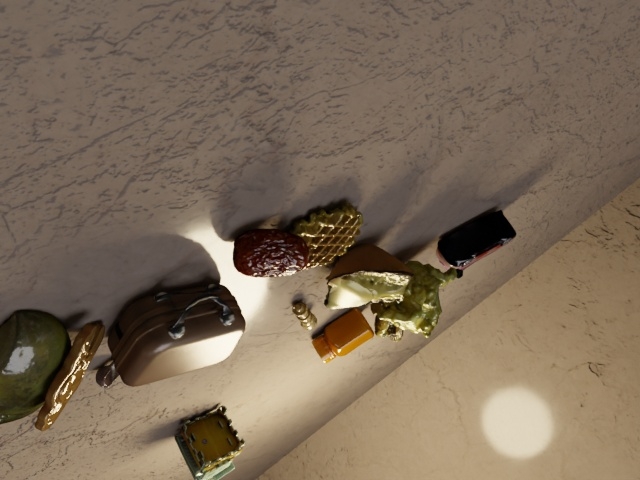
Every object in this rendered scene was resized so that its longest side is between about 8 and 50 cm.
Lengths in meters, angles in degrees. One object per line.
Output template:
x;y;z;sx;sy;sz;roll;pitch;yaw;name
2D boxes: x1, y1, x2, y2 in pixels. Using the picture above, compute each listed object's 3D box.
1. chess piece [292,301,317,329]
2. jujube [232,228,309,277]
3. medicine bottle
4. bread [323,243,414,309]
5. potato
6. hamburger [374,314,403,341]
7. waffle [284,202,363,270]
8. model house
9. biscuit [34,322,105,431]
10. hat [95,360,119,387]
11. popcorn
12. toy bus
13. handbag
-0.054;0.239;1.846;0.060;0.060;0.172;-32;153;-3;chess piece
-0.113;0.029;1.304;0.176;0.109;0.112;-1;164;-22;jujube
0.084;0.367;2.175;0.222;0.112;0.149;-33;156;-2;medicine bottle
0.138;0.101;1.706;0.262;0.163;0.204;-3;150;-10;bread
-0.609;0.252;1.130;0.269;0.112;0.255;-8;144;-47;potato
0.264;0.300;2.209;0.113;0.177;0.185;8;150;-12;hamburger
0.001;0.001;1.471;0.249;0.056;0.253;-22;154;-23;waffle
-0.433;0.785;2.195;0.198;0.224;0.215;-14;146;-40;model house
-0.526;0.285;1.203;0.144;0.040;0.236;98;14;-78;biscuit
-0.537;0.328;1.446;0.087;0.042;0.058;-65;163;-14;hat
0.311;0.190;1.946;0.237;0.293;0.293;31;122;-17;popcorn
0.563;0.011;2.086;0.302;0.127;0.147;-28;158;-13;toy bus
-0.319;0.201;1.343;0.302;0.149;0.283;-7;147;-42;handbag
